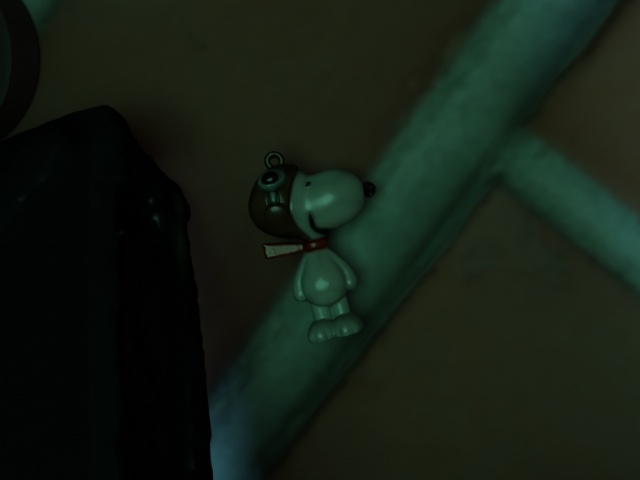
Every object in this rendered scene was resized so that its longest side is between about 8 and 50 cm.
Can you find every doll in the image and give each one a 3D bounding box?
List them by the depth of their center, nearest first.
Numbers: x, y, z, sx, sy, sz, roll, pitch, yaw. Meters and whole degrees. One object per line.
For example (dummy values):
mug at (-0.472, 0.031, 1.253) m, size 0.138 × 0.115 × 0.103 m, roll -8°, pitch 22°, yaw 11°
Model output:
doll at (-0.006, 0.003, 0.882) m, size 0.058 × 0.040 × 0.085 m, roll 6°, pitch 95°, yaw 6°

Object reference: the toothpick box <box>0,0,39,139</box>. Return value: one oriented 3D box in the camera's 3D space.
toothpick box at (-0.203, -0.085, 0.875) m, size 0.098 × 0.149 × 0.098 m, roll 1°, pitch 94°, yaw 17°

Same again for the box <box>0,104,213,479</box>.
box at (-0.209, 0.125, 0.830) m, size 0.350 × 0.091 × 0.359 m, roll -24°, pitch 43°, yaw 16°
